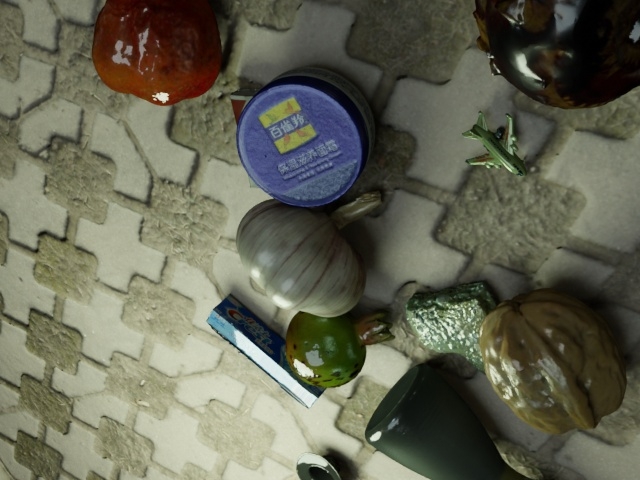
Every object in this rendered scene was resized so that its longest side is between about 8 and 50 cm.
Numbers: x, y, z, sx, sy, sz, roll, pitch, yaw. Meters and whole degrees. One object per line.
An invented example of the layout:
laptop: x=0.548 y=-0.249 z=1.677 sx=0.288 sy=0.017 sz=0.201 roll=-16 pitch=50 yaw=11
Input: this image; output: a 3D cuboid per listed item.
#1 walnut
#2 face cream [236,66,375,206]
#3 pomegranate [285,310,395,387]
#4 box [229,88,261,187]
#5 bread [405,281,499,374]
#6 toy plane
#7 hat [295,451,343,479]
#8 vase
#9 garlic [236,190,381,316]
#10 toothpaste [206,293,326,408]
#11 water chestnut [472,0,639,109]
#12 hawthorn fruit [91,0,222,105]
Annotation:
walnut: x=0.347 y=0.181 z=1.278 sx=0.198 sy=0.198 sz=0.245 roll=-21 pitch=110 yaw=42
face cream: x=-0.020 y=-0.164 z=1.342 sx=0.206 sy=0.111 sz=0.205 roll=7 pitch=120 yaw=12
pomegranate: x=0.031 y=0.182 z=1.537 sx=0.205 sy=0.159 sz=0.159 roll=-20 pitch=107 yaw=16
box: x=-0.086 y=-0.168 z=1.459 sx=0.115 sy=0.036 sz=0.177 roll=7 pitch=122 yaw=33
bread: x=0.247 y=0.144 z=1.408 sx=0.232 sy=0.064 sz=0.172 roll=29 pitch=133 yaw=15
toy plane: x=0.257 y=-0.133 z=1.236 sx=0.111 sy=0.040 sz=0.102 roll=42 pitch=135 yaw=4
hat: x=0.008 y=0.482 z=1.803 sx=0.121 sy=0.050 sz=0.121 roll=16 pitch=128 yaw=21
vase: x=0.249 y=0.375 z=1.501 sx=0.321 sy=0.173 sz=0.173 roll=39 pitch=133 yaw=-1
garlic: x=0.000 y=0.000 z=1.420 sx=0.245 sy=0.245 sz=0.253 roll=45 pitch=98 yaw=3
toothpaste: x=-0.103 y=0.219 z=1.701 sx=0.272 sy=0.066 sz=0.053 roll=39 pitch=134 yaw=7
water chestnut: x=0.298 y=-0.307 z=0.972 sx=0.300 sy=0.300 sz=0.300 roll=18 pitch=127 yaw=25
hawthorn fruit: x=-0.256 y=-0.349 z=1.363 sx=0.207 sy=0.207 sz=0.243 roll=24 pitch=125 yaw=21
